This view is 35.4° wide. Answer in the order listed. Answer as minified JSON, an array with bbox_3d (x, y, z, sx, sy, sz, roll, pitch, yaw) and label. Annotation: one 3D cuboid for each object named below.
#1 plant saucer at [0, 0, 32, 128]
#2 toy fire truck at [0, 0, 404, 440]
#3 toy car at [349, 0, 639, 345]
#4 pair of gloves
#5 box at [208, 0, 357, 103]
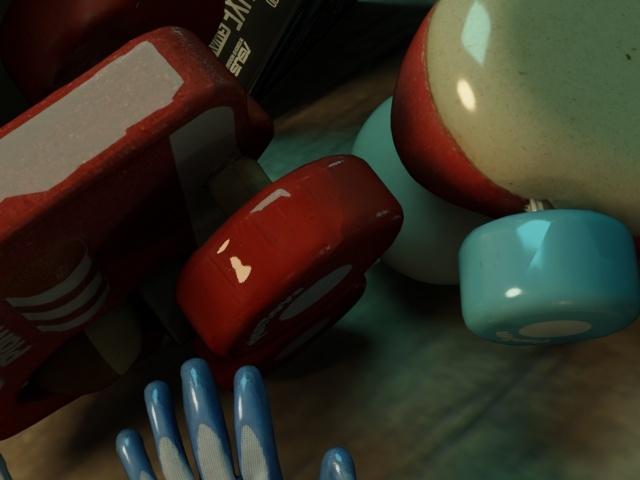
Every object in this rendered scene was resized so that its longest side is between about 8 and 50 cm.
[{"bbox_3d":[-0.179,-0.052,0.480,0.050,0.311,0.311,26,47,5],"label":"plant saucer"},{"bbox_3d":[-0.118,0.018,0.474,0.254,0.302,0.169,-35,79,-13],"label":"toy fire truck"},{"bbox_3d":[0.104,-0.038,0.530,0.210,0.238,0.219,6,71,-24],"label":"toy car"},{"bbox_3d":[-0.075,0.135,0.387,0.198,0.159,0.023,-16,5,8],"label":"pair of gloves"},{"bbox_3d":[0.010,-0.248,0.762,0.242,0.076,0.307,-52,1,-39],"label":"box"}]
